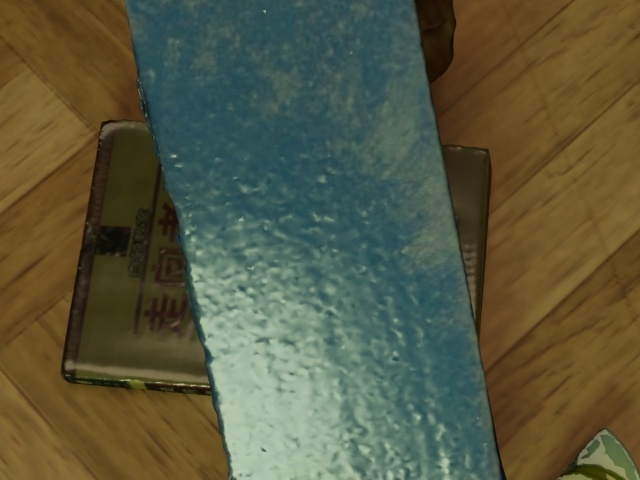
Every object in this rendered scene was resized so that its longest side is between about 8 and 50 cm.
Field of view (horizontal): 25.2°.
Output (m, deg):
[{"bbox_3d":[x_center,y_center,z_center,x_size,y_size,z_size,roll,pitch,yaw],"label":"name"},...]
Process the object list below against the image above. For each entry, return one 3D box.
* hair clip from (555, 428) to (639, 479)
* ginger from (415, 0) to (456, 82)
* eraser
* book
[{"bbox_3d":[0.106,0.182,0.732,0.060,0.033,0.188,41,72,15],"label":"hair clip"},{"bbox_3d":[-0.075,-0.232,0.845,0.254,0.176,0.418,-28,69,5],"label":"ginger"},{"bbox_3d":[0.000,0.000,0.720,0.144,0.042,0.312,-11,102,4],"label":"eraser"},{"bbox_3d":[-0.022,0.012,0.814,0.230,0.026,0.161,4,68,5],"label":"book"}]
